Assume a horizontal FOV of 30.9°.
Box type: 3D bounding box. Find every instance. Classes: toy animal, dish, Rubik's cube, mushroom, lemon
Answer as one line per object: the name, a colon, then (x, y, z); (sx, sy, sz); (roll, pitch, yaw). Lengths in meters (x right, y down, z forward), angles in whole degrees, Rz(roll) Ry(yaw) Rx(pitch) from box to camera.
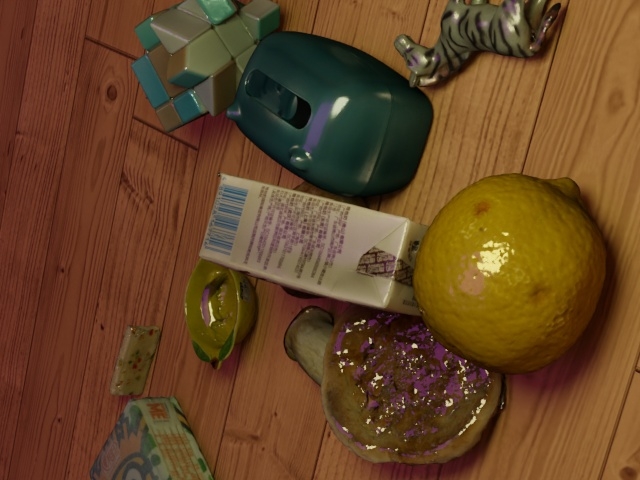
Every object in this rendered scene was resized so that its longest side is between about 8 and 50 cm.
toy animal: (0.210, -0.311, 1.558); (0.255, 0.089, 0.170); (-10, 86, 52)
dish: (-0.160, 0.118, 1.985); (0.148, 0.080, 0.208); (-13, 78, 45)
Rubik's cube: (-0.167, -0.309, 1.901); (0.213, 0.265, 0.224); (-21, 100, 50)
mushroom: (0.052, 0.199, 1.731); (0.312, 0.081, 0.100); (34, 115, 43)
lemon: (0.231, 0.034, 1.410); (0.228, 0.228, 0.254); (30, 103, 46)

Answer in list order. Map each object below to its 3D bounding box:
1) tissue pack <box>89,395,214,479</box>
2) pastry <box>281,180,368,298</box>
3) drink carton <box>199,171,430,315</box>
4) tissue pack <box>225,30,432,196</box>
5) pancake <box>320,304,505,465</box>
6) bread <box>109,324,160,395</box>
tissue pack: (-0.291, 0.469, 2.097); (0.228, 0.128, 0.311); (-57, 48, 32)
pastry: (0.000, 0.000, 1.785); (0.192, 0.093, 0.182); (-32, 65, 36)
drink carton: (0.016, 0.012, 1.587); (0.324, 0.194, 0.132); (14, 89, 34)
tissue pack: (0.003, -0.190, 1.704); (0.287, 0.206, 0.198); (40, 117, 42)
pancake: (0.122, 0.182, 1.610); (0.282, 0.049, 0.282); (-10, 68, 25)
bread: (-0.357, 0.231, 2.223); (0.028, 0.068, 0.154); (40, 118, 45)
